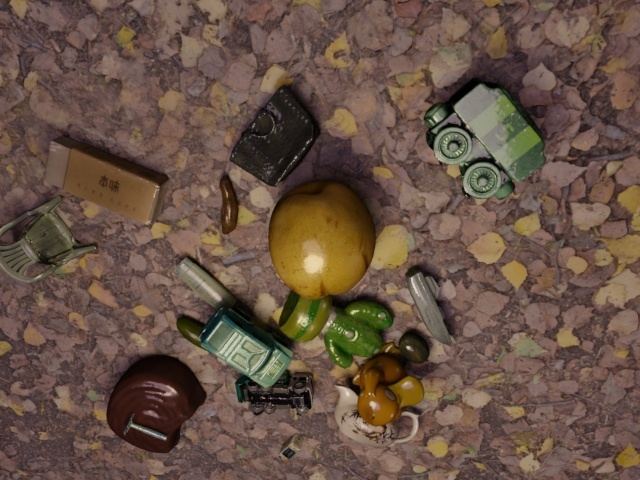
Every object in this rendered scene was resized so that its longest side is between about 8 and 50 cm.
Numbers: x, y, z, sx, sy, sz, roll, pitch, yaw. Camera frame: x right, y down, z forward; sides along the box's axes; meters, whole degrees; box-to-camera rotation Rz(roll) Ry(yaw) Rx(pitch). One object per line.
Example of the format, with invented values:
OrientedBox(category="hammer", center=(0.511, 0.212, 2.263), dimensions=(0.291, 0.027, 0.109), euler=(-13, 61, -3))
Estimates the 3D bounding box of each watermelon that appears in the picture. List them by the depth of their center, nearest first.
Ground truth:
OrientedBox(category="watermelon", center=(0.282, 0.324, 1.858), dimensions=(0.078, 0.078, 0.110), euler=(-37, 106, 23))

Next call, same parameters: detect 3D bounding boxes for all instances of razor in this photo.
OrientedBox(category="razor", center=(-0.554, 0.609, 1.982), dimensions=(0.135, 0.040, 0.068), euler=(26, 114, -13))

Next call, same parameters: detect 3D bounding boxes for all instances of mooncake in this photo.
OrientedBox(category="mooncake", center=(-0.552, 0.561, 2.072), dimensions=(0.326, 0.174, 0.333), euler=(-21, 108, 16))

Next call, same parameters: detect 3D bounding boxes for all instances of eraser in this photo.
OrientedBox(category="eraser", center=(-0.623, -0.176, 1.800), dimensions=(0.343, 0.078, 0.144), euler=(22, 115, 1))

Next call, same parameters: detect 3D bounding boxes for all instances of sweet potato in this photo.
OrientedBox(category="sweet potato", center=(-0.263, -0.097, 1.782), dimensions=(0.053, 0.054, 0.182), euler=(2, 112, 0))

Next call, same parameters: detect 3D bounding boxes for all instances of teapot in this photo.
OrientedBox(category="teapot", center=(0.165, 0.556, 1.933), dimensions=(0.300, 0.208, 0.165), euler=(16, 75, -16))

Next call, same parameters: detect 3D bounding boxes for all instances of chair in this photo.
OrientedBox(category="chair", center=(-0.848, 0.009, 1.872), dimensions=(0.275, 0.190, 0.203), euler=(-15, 113, 47))

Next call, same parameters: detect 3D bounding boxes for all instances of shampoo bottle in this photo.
OrientedBox(category="shampoo bottle", center=(-0.354, 0.138, 1.907), dimensions=(0.072, 0.049, 0.212), euler=(-40, 102, 19))

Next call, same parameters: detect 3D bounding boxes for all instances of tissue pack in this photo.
OrientedBox(category="tissue pack", center=(-0.100, 0.704, 2.109), dimensions=(0.042, 0.062, 0.083), euler=(41, 114, -5))

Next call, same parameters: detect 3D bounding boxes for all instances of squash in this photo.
OrientedBox(category="squash", center=(-0.348, 0.322, 1.980), dimensions=(0.258, 0.069, 0.069), euler=(27, 116, -1))

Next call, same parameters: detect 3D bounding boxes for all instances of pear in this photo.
OrientedBox(category="pear", center=(0.000, 0.000, 1.643), dimensions=(0.314, 0.314, 0.314), euler=(4, 115, 9))

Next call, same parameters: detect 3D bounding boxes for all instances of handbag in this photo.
OrientedBox(category="handbag", center=(-0.120, -0.268, 1.667), dimensions=(0.175, 0.088, 0.270), euler=(41, 115, -1))

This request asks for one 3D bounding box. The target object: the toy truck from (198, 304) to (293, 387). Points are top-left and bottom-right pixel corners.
OrientedBox(category="toy truck", center=(-0.223, 0.321, 1.874), dimensions=(0.279, 0.156, 0.155), euler=(37, 93, -15))

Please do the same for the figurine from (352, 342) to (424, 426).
OrientedBox(category="figurine", center=(0.189, 0.438, 1.840), dimensions=(0.215, 0.228, 0.215), euler=(-4, 108, -13))

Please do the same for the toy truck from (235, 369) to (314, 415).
OrientedBox(category="toy truck", center=(-0.146, 0.480, 1.983), dimensions=(0.253, 0.124, 0.114), euler=(-2, 114, 10))

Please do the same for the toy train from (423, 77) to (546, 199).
OrientedBox(category="toy train", center=(0.405, -0.246, 1.531), dimensions=(0.238, 0.167, 0.299), euler=(-41, 102, 18))

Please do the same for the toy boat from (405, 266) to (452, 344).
OrientedBox(category="toy boat", center=(0.326, 0.193, 1.793), dimensions=(0.085, 0.078, 0.260), euler=(-27, 105, -3))

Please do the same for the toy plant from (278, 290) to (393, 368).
OrientedBox(category="toy plant", center=(0.048, 0.252, 1.826), dimensions=(0.316, 0.184, 0.224), euler=(25, 99, -13))
